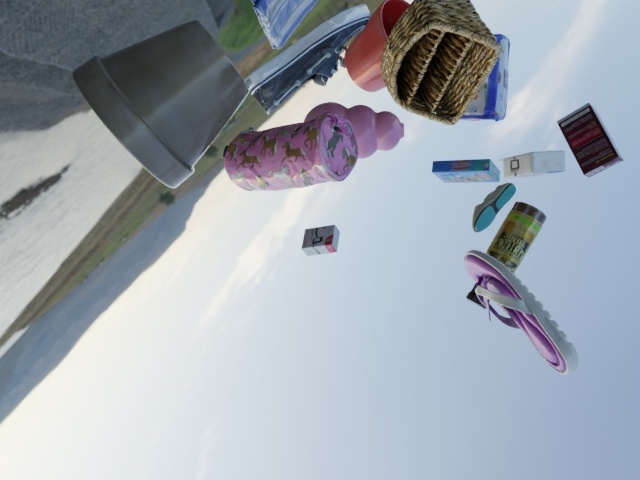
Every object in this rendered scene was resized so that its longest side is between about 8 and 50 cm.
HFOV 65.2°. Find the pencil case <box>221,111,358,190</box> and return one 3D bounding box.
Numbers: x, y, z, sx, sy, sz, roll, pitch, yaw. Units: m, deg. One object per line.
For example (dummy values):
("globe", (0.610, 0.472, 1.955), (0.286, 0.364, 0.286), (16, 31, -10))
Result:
("pencil case", (-0.082, -0.223, 1.296), (0.385, 0.167, 0.160), (1, -131, 42))

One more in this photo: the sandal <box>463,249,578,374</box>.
("sandal", (0.492, 0.179, 1.315), (0.102, 0.169, 0.416), (-28, -131, -10))

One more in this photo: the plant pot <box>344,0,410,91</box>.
("plant pot", (0.233, -0.674, 1.792), (0.243, 0.275, 0.275), (-25, -153, 50))

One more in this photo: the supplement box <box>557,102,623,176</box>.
("supplement box", (0.996, -0.371, 1.855), (0.130, 0.073, 0.240), (-32, -115, 38))

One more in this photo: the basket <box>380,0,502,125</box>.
("basket", (0.306, -0.482, 1.373), (0.213, 0.223, 0.299), (-10, 154, -21))

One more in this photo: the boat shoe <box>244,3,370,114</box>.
("boat shoe", (-0.009, -0.372, 1.040), (0.301, 0.102, 0.108), (-37, -169, -7))

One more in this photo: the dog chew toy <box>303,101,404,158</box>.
("dog chew toy", (0.113, -0.360, 1.675), (0.331, 0.207, 0.207), (0, -148, 10))

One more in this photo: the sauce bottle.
("sauce bottle", (0.566, 0.050, 1.545), (0.345, 0.111, 0.111), (-61, -163, 0))

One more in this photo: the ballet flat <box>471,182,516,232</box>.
("ballet flat", (0.620, -0.123, 1.844), (0.248, 0.086, 0.086), (-42, -165, -15))

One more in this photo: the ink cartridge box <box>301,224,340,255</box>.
("ink cartridge box", (0.000, 0.000, 2.180), (0.150, 0.063, 0.109), (-8, -128, 25))

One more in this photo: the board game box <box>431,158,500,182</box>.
("board game box", (0.540, -0.255, 1.856), (0.210, 0.160, 0.047), (4, -97, 32))

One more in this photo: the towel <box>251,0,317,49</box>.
("towel", (-0.073, -0.596, 1.226), (0.209, 0.034, 0.285), (-51, 177, 5))

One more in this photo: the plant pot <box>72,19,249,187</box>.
("plant pot", (-0.326, -0.327, 1.121), (0.280, 0.323, 0.323), (-38, -163, 1))

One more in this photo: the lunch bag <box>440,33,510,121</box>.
("lunch bag", (0.649, -0.657, 2.069), (0.238, 0.328, 0.385), (-1, -167, -4))

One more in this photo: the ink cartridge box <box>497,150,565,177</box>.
("ink cartridge box", (0.606, -0.217, 1.453), (0.104, 0.060, 0.180), (-4, -178, -11))

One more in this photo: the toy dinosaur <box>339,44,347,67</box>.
("toy dinosaur", (0.152, -0.833, 2.257), (0.268, 0.118, 0.064), (-19, 174, -40))
